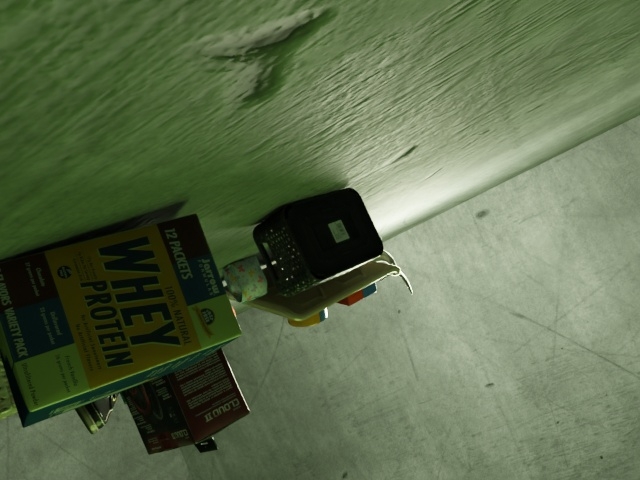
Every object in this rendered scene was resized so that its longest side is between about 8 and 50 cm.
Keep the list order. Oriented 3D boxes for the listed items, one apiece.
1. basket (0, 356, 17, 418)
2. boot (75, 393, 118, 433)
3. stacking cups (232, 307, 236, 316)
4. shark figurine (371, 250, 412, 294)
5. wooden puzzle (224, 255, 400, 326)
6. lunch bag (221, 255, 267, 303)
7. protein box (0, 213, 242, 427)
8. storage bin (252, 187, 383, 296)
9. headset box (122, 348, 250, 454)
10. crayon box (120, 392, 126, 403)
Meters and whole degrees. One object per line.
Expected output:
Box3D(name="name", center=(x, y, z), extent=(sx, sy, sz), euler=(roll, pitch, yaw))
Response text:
Box3D(name="basket", center=(-0.508, 0.223, 0.960), extent=(0.113, 0.103, 0.167), euler=(-22, 175, -18))
Box3D(name="boot", center=(-0.549, 0.379, 1.822), extent=(0.284, 0.138, 0.377), euler=(-26, -167, -13))
Box3D(name="stacking cups", center=(-0.442, 0.300, 2.181), extent=(0.316, 0.096, 0.096), euler=(-28, 176, -23))
Box3D(name="shark figurine", center=(0.130, 0.064, 1.689), extent=(0.278, 0.116, 0.166), euler=(-2, -127, 41))
Box3D(name="wooden puzzle", center=(-0.035, 0.113, 1.521), extent=(0.348, 0.080, 0.322), euler=(-19, -161, -38))
Box3D(name="lunch bag", center=(-0.154, 0.083, 1.323), extent=(0.071, 0.083, 0.053), euler=(-22, 173, -40))
Box3D(name="protein box", center=(-0.224, 0.088, 0.678), extent=(0.201, 0.136, 0.200), euler=(-17, 170, -30))
Box3D(name="storage bin", center=(0.000, 0.000, 1.008), extent=(0.180, 0.122, 0.084), euler=(-20, 172, -45))
Box3D(name="headset box", center=(-0.252, 0.219, 1.077), extent=(0.110, 0.293, 0.218), euler=(-21, 172, -39))
Box3D(name="crayon box", center=(-0.413, 0.329, 1.592), extent=(0.165, 0.081, 0.278), euler=(-24, 174, -18))
